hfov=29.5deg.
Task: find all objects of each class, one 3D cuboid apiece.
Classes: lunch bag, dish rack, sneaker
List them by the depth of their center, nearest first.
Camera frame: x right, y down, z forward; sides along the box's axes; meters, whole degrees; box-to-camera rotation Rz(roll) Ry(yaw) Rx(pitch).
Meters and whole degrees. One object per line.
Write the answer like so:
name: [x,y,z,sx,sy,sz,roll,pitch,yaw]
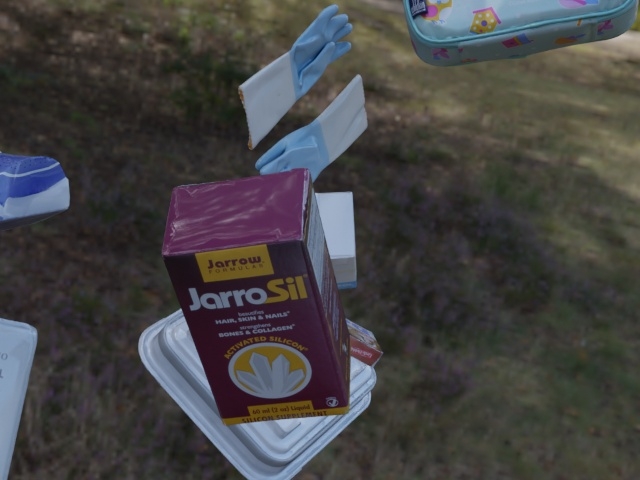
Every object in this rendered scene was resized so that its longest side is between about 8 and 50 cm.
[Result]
sneaker: [-0.405,-0.088,1.174,0.315,0.182,0.127,-4,6,29]
lunch bag: [0.217,-0.328,1.399,0.279,0.224,0.108,-8,-9,9]
dish rack: [-0.069,0.169,1.733,0.285,0.072,0.333,46,35,8]

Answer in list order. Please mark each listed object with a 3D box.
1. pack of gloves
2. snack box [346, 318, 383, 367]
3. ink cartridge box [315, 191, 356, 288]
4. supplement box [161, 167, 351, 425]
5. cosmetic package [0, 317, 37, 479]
pack of gloves: [-0.029,-0.158,1.439,0.046,0.195,0.232,15,44,29]
snack box: [-0.020,0.072,1.243,0.178,0.022,0.064,30,9,-16]
ink cartridge box: [0.000,0.000,1.567,0.090,0.092,0.143,-3,-20,1]
supplement box: [-0.043,0.047,0.914,0.104,0.188,0.081,-7,41,9]
cosmetic package: [-0.523,0.262,1.323,0.327,0.393,0.329,13,-10,-18]
